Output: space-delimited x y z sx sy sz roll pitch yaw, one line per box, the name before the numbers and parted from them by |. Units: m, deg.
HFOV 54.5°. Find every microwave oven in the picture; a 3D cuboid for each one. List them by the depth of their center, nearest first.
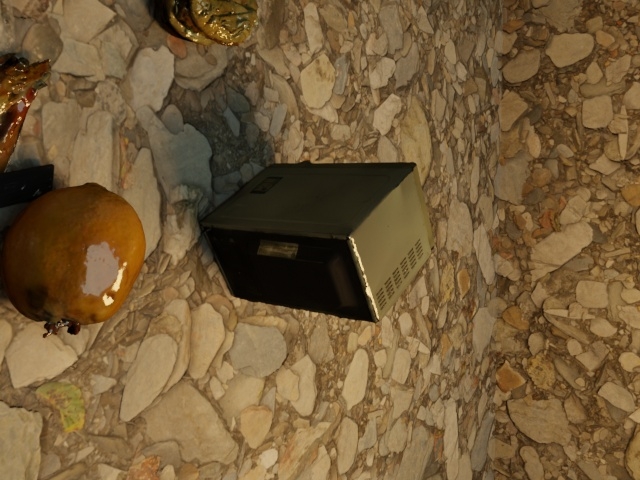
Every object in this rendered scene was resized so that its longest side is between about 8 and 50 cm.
microwave oven | 0.000 0.000 1.207 0.286 0.355 0.218 -48 130 -40

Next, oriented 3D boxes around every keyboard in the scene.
keyboard | -0.433 -0.071 0.864 0.155 0.010 0.053 -32 143 -62

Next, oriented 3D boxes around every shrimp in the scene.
shrimp | -0.454 -0.148 0.830 0.294 0.062 0.154 -58 148 -28

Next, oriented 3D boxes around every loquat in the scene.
loquat | -0.347 0.025 0.878 0.176 0.187 0.234 47 49 -55

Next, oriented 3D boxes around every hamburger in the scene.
hamburger | -0.211 -0.437 1.087 0.183 0.130 0.206 -3 78 -55
